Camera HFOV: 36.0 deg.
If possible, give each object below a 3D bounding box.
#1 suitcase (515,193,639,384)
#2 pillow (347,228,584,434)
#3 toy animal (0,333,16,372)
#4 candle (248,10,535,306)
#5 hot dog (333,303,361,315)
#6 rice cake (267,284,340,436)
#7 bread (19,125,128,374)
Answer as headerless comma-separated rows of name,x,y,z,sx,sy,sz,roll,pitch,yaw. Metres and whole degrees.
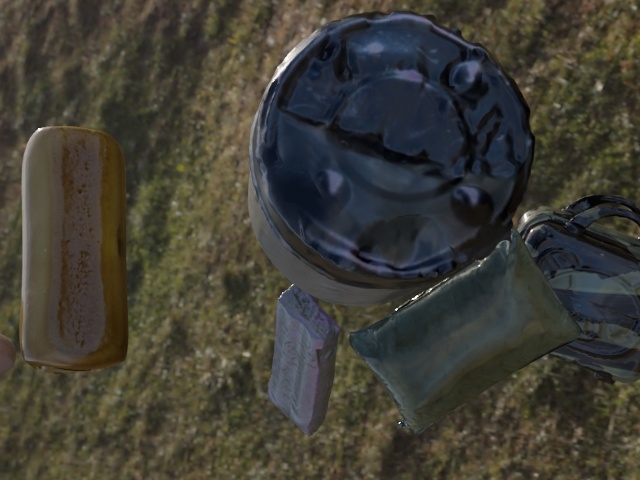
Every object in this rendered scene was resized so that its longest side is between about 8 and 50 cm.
suitcase,0.530,0.075,1.928,0.194,0.352,0.339,-68,-2,-69
pillow,0.201,0.138,1.415,0.302,0.185,0.075,-34,6,12
toy animal,-0.403,0.087,0.985,0.212,0.124,0.124,37,110,28
candle,0.037,-0.040,0.757,0.330,0.187,0.187,120,161,-79
hot dog,0.000,0.000,1.478,0.242,0.073,0.084,53,167,17
rice cake,-0.029,0.196,1.533,0.106,0.050,0.298,39,146,23
bread,-0.220,0.011,0.874,0.074,0.093,0.239,129,141,-52
